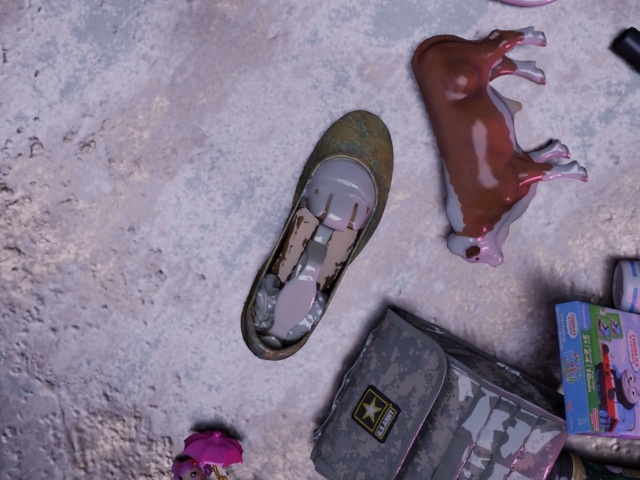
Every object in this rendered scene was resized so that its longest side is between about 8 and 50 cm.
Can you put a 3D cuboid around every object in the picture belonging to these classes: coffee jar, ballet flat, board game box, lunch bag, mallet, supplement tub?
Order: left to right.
[{"bbox_3d":[0.000,0.000,1.682,0.123,0.123,0.349,26,96,-4],"label":"ballet flat"},{"bbox_3d":[0.149,0.247,1.690,0.287,0.169,0.235,28,100,7],"label":"lunch bag"},{"bbox_3d":[0.374,0.339,1.745,0.184,0.079,0.096,12,96,-2],"label":"coffee jar"},{"bbox_3d":[0.376,0.168,1.654,0.039,0.211,0.160,-17,69,41],"label":"board game box"},{"bbox_3d":[0.440,0.062,1.717,0.107,0.071,0.071,3,97,-1],"label":"supplement tub"},{"bbox_3d":[0.465,-0.293,1.694,0.189,0.039,0.062,-42,94,0],"label":"mallet"}]

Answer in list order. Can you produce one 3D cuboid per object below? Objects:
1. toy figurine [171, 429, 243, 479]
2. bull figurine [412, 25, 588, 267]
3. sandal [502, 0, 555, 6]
[{"bbox_3d":[-0.145,0.332,1.739,0.173,0.130,0.159,-23,83,26],"label":"toy figurine"},{"bbox_3d":[0.222,-0.121,1.679,0.188,0.101,0.310,-18,99,-3],"label":"bull figurine"},{"bbox_3d":[0.129,-0.394,1.641,0.416,0.102,0.169,7,97,-1],"label":"sandal"}]
